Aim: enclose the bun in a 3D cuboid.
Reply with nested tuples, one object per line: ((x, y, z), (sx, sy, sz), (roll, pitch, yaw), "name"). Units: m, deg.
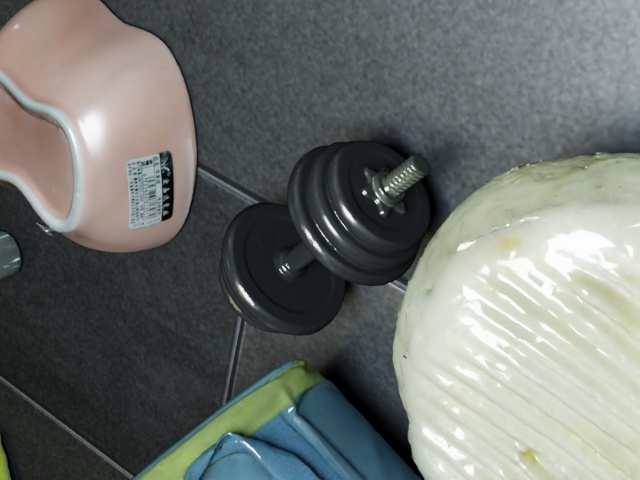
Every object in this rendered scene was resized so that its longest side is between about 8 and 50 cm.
((0.158, 0.059, 0.626), (0.239, 0.141, 0.239), (7, 116, 14), "bun")

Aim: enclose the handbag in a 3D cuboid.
((-0.030, 0.245, 0.795), (0.241, 0.263, 0.222), (49, 154, 11), "handbag")

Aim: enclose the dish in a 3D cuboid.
((-0.197, -0.078, 0.899), (0.213, 0.090, 0.213), (16, 119, 33), "dish")

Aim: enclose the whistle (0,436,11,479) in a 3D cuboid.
((-0.319, 0.287, 1.195), (0.104, 0.057, 0.198), (0, 102, 45), "whistle")

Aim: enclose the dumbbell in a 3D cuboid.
((0.000, 0.000, 0.767), (0.208, 0.099, 0.099), (-37, 84, 44), "dumbbell")

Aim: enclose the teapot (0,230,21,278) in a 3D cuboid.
((-0.316, 0.028, 1.029), (0.043, 0.111, 0.042), (17, 118, 34), "teapot")
